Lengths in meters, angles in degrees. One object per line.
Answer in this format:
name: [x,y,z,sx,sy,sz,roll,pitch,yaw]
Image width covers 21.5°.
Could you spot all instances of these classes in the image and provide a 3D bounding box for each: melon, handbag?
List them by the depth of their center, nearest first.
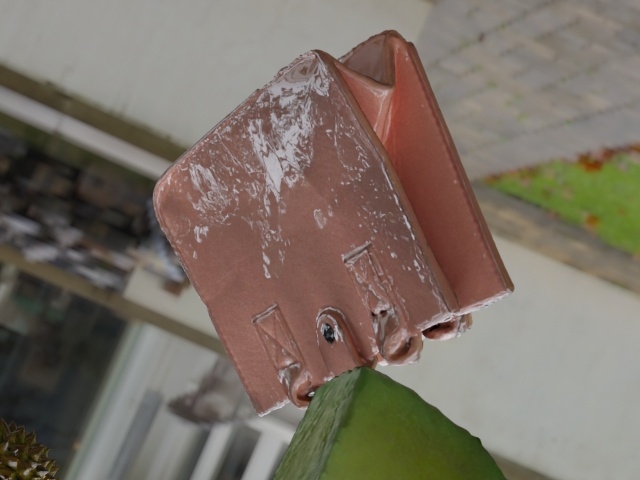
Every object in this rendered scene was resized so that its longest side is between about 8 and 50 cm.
melon: [0.043,0.144,0.597,0.118,0.209,0.064,-20,167,-41]
handbag: [0.000,0.000,0.868,0.059,0.157,0.212,-18,172,-32]

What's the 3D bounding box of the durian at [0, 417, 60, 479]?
durian: [-0.269,0.210,1.298,0.137,0.158,0.168,28,170,27]
